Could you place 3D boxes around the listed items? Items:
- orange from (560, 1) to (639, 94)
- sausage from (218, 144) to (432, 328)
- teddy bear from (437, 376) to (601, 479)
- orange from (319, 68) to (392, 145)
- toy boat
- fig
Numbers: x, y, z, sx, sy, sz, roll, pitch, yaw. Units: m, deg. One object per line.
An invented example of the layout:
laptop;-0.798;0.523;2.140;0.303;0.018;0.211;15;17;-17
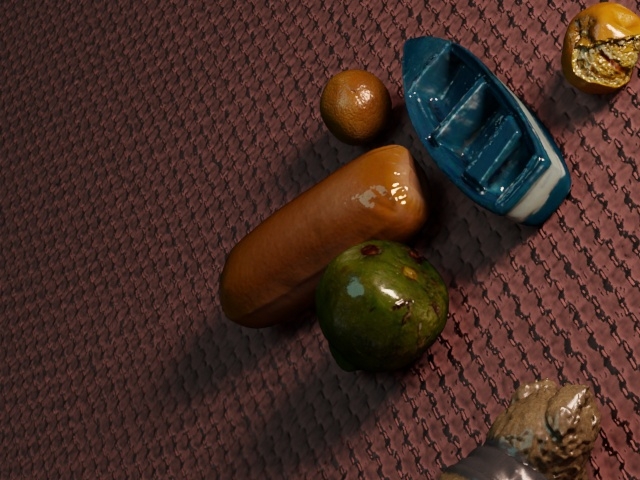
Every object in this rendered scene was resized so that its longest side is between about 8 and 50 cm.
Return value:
orange;0.247;-0.174;1.644;0.086;0.062;0.086;-37;37;35
sausage;0.000;0.001;1.824;0.274;0.105;0.105;-34;42;37
teddy bear;0.137;0.221;1.438;0.182;0.129;0.251;16;80;55
orange;0.036;-0.136;1.901;0.085;0.085;0.085;-34;42;37
toy boat;0.147;-0.113;1.737;0.096;0.061;0.299;-52;34;16
fig;0.044;0.073;1.697;0.156;0.123;0.123;-52;32;38
